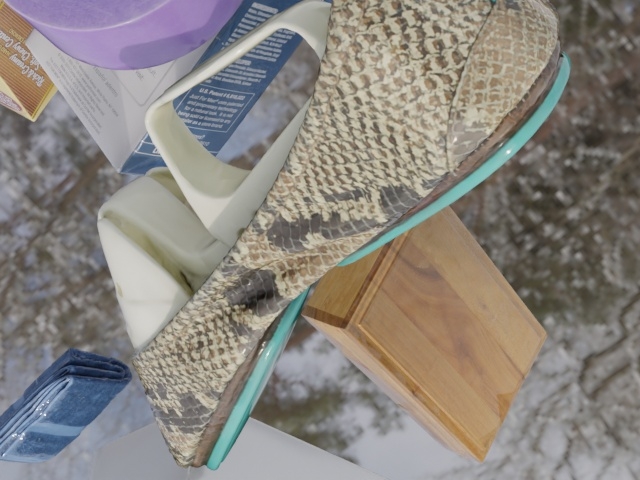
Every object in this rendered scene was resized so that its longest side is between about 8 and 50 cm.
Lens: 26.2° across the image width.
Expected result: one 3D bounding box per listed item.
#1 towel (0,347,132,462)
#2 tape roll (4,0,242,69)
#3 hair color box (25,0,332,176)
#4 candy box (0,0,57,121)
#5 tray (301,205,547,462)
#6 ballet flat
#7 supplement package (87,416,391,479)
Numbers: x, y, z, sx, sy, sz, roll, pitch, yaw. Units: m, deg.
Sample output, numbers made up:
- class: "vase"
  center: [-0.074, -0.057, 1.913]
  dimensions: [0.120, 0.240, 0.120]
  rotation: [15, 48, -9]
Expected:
- class: "towel"
  center: [-0.200, 0.131, 1.050]
  dimensions: [0.067, 0.119, 0.029]
  rotation: [17, -142, -45]
- class: "tape roll"
  center: [-0.142, -0.222, 0.973]
  dimensions: [0.189, 0.189, 0.080]
  rotation: [61, -175, 17]
- class: "hair color box"
  center: [-0.081, -0.232, 1.118]
  dimensions: [0.105, 0.347, 0.174]
  rotation: [4, -138, -54]
- class: "candy box"
  center: [-0.299, -0.270, 1.280]
  dimensions: [0.087, 0.183, 0.316]
  rotation: [29, 164, 20]
- class: "tray"
  center: [0.146, 0.105, 1.706]
  dimensions: [0.203, 0.076, 0.411]
  rotation: [-61, -40, -15]
- class: "ballet flat"
  center: [-0.039, -0.022, 0.870]
  dimensions: [0.182, 0.483, 0.164]
  rotation: [33, -133, -6]
- class: "supplement package"
  center: [-0.043, 0.280, 1.146]
  dimensions: [0.293, 0.175, 0.177]
  rotation: [29, -128, -28]
